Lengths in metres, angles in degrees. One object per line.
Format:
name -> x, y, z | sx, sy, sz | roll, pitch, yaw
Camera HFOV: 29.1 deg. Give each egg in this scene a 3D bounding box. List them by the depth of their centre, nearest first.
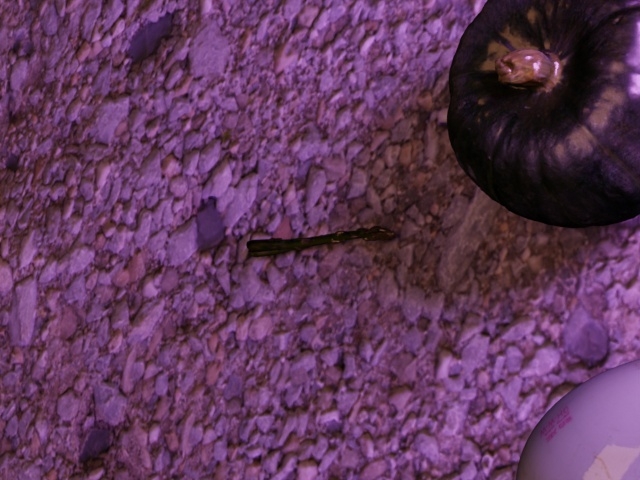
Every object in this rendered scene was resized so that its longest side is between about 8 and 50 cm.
egg -> 0.313, 0.217, 1.226 | 0.264, 0.183, 0.183 | -42, 61, 14

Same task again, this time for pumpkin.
pumpkin -> 0.270, -0.165, 1.307 | 0.300, 0.207, 0.300 | -15, 65, 36

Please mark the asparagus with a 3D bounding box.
asparagus -> 0.000, 0.000, 1.579 | 0.233, 0.022, 0.023 | -7, 49, 35
